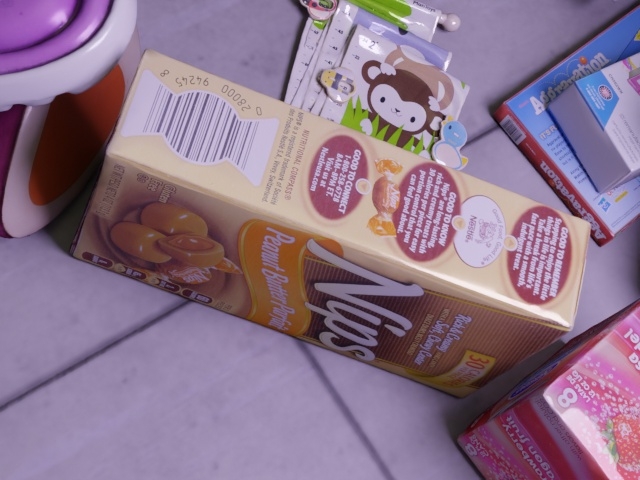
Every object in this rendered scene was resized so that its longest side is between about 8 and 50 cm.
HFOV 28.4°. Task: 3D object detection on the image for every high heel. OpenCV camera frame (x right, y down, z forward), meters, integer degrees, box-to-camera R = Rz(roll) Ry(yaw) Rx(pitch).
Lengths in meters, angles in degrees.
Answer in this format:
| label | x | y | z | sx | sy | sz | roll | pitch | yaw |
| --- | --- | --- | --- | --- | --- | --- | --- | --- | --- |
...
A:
| label | x | y | z | sx | sy | sz | roll | pitch | yaw |
| --- | --- | --- | --- | --- | --- | --- | --- | --- | --- |
| high heel | -0.222 | -0.184 | 0.942 | 0.181 | 0.127 | 0.377 | 9 | 68 | 20 |

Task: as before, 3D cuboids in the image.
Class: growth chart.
| label | x | y | z | sx | sy | sz | roll | pitch | yaw |
| --- | --- | --- | --- | --- | --- | --- | --- | --- | --- |
| growth chart | 0.045 | -0.109 | 1.020 | 0.171 | 0.021 | 0.237 | 15 | 66 | -13 |

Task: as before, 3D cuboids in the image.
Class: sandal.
| label | x | y | z | sx | sy | sz | roll | pitch | yaw |
| --- | --- | --- | --- | --- | --- | --- | --- | --- | --- |
| sandal | -0.329 | -0.142 | 0.803 | 0.416 | 0.102 | 0.169 | -13 | 63 | -1 |

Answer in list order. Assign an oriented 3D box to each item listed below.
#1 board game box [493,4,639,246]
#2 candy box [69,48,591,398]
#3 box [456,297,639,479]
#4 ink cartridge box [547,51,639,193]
| label | x | y | z | sx | sy | sz | roll | pitch | yaw |
| --- | --- | --- | --- | --- | --- | --- | --- | --- | --- |
| board game box | 0.292 | -0.127 | 1.104 | 0.281 | 0.027 | 0.145 | -35 | 84 | -26 |
| candy box | 0.000 | 0.000 | 0.869 | 0.316 | 0.183 | 0.088 | 21 | 65 | -9 |
| box | 0.259 | 0.202 | 0.891 | 0.142 | 0.154 | 0.300 | -35 | 84 | -26 |
| ink cartridge box | 0.265 | -0.105 | 1.041 | 0.122 | 0.052 | 0.089 | -25 | 79 | -26 |
